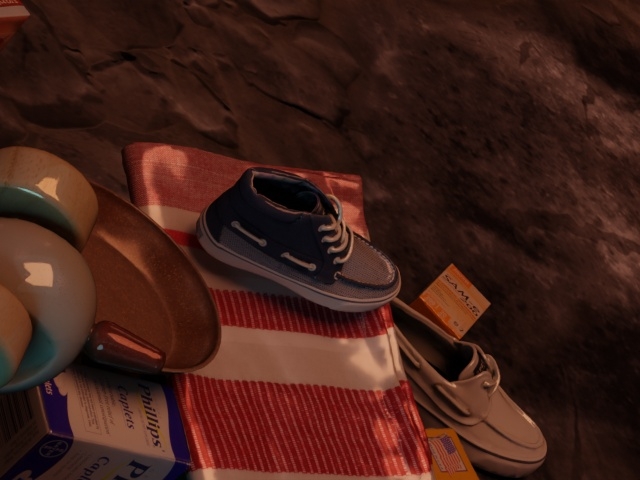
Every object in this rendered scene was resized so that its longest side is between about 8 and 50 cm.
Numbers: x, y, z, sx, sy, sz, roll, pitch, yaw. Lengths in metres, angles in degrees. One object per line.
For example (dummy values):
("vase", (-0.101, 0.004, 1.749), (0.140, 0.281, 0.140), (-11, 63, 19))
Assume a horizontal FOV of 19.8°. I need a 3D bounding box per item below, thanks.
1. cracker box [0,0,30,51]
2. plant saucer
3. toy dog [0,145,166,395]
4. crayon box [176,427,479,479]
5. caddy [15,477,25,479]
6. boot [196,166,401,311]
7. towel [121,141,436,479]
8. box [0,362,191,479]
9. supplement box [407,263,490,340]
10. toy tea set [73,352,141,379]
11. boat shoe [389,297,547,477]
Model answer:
("cracker box", (-0.391, -0.263, 1.657), (0.232, 0.067, 0.156), (50, 26, 12))
("plant saucer", (-0.162, 0.031, 1.370), (0.199, 0.036, 0.198), (35, 26, -20))
("toy dog", (-0.213, 0.085, 1.190), (0.161, 0.334, 0.220), (34, 67, -10))
("crayon box", (0.025, 0.261, 1.524), (0.323, 0.083, 0.203), (5, 49, -45))
("caddy", (-0.271, 0.264, 1.006), (0.179, 0.241, 0.341), (31, 54, -9))
("boot", (0.000, 0.000, 1.489), (0.190, 0.086, 0.069), (17, 54, -27))
("towel", (-0.032, 0.074, 1.501), (0.237, 0.037, 0.329), (7, 57, -35))
("box", (-0.188, 0.158, 1.350), (0.137, 0.126, 0.072), (18, 40, -43))
("supplement box", (0.130, 0.071, 1.907), (0.062, 0.036, 0.098), (46, 31, 1))
("toy tea set", (-0.158, 0.051, 1.517), (0.200, 0.124, 0.336), (54, 33, 14))
("boat shoe", (0.131, 0.141, 1.782), (0.258, 0.084, 0.095), (32, 34, -20))
